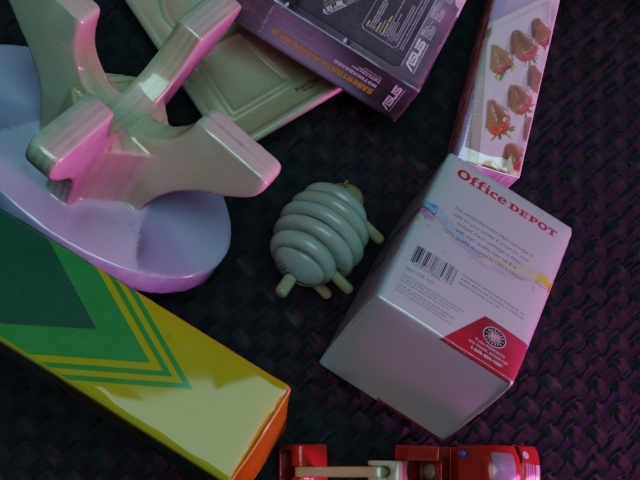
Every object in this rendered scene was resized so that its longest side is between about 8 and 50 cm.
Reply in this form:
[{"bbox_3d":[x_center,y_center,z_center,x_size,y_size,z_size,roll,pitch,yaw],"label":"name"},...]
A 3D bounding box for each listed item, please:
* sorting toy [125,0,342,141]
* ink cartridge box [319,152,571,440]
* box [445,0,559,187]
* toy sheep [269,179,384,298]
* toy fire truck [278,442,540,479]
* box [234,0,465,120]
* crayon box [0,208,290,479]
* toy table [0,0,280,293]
[{"bbox_3d":[-0.059,-0.205,1.044,0.193,0.038,0.208,-33,80,-15],"label":"sorting toy"},{"bbox_3d":[0.106,0.046,0.939,0.128,0.127,0.176,33,53,-2],"label":"ink cartridge box"},{"bbox_3d":[0.185,-0.205,1.067,0.063,0.067,0.324,16,76,-5],"label":"box"},{"bbox_3d":[0.000,0.000,0.981,0.091,0.091,0.132,32,56,-1],"label":"toy sheep"},{"bbox_3d":[0.068,0.190,0.922,0.135,0.192,0.047,9,76,-37],"label":"toy fire truck"},{"bbox_3d":[0.044,-0.246,1.022,0.183,0.056,0.231,30,59,-5],"label":"box"},{"bbox_3d":[-0.136,0.103,0.853,0.323,0.203,0.083,32,75,6],"label":"crayon box"},{"bbox_3d":[-0.168,-0.095,0.902,0.274,0.161,0.252,31,48,-9],"label":"toy table"}]
